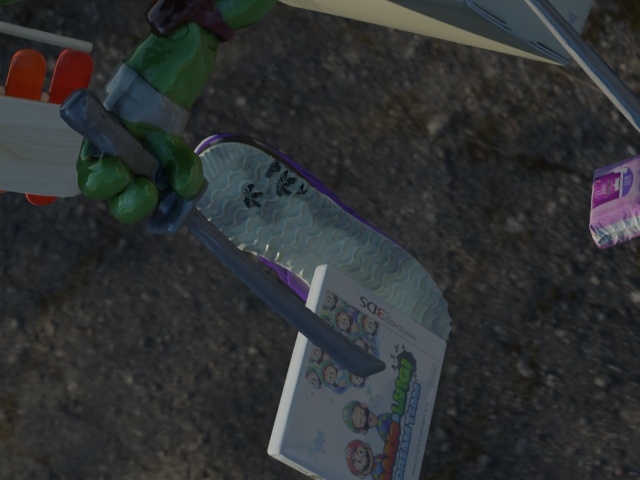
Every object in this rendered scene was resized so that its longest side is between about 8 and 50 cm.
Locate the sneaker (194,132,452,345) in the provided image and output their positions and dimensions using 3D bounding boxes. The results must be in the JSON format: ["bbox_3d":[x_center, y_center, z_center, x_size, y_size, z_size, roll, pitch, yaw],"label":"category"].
[{"bbox_3d":[0.000,-0.001,1.182,0.293,0.146,0.102,43,97,-18],"label":"sneaker"}]

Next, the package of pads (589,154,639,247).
[{"bbox_3d":[0.249,-0.032,1.072,0.050,0.032,0.083,-19,29,27],"label":"package of pads"}]

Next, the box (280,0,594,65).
[{"bbox_3d":[0.044,-0.193,0.841,0.275,0.113,0.094,22,92,45],"label":"box"}]

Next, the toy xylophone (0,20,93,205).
[{"bbox_3d":[-0.371,-0.152,1.445,0.236,0.322,0.081,-62,31,23],"label":"toy xylophone"}]

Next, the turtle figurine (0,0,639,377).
[{"bbox_3d":[-0.042,-0.070,0.397,0.198,0.266,0.275,5,97,61],"label":"turtle figurine"}]

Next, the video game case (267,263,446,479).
[{"bbox_3d":[0.033,0.118,1.005,0.019,0.143,0.157,-15,50,45],"label":"video game case"}]
